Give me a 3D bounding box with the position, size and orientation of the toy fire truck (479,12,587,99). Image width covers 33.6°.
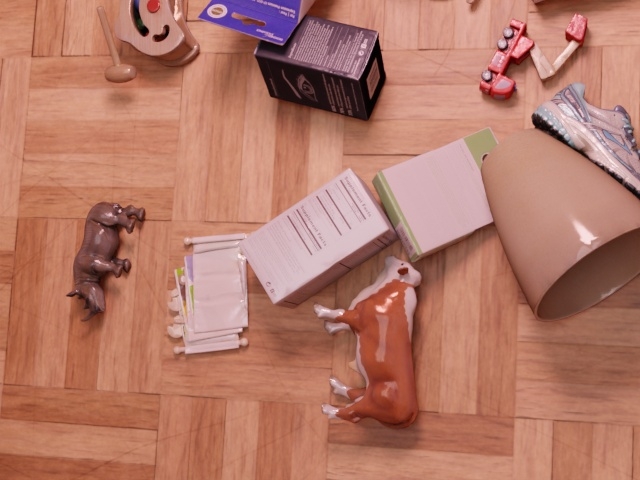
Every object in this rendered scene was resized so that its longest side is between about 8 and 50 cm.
[{"bbox_3d":[0.382,-0.330,1.900,0.135,0.047,0.192,26,90,14],"label":"toy fire truck"}]

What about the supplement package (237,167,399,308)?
[{"bbox_3d":[0.000,0.000,1.905,0.244,0.139,0.134,-34,77,6],"label":"supplement package"}]

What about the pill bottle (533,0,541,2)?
[{"bbox_3d":[0.464,-0.499,1.864,0.208,0.119,0.119,-16,79,11],"label":"pill bottle"}]

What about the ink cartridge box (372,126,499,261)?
[{"bbox_3d":[0.234,-0.085,1.904,0.235,0.056,0.171,-23,78,-15],"label":"ink cartridge box"}]

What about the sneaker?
[{"bbox_3d":[0.505,-0.166,1.820,0.283,0.110,0.122,43,87,13],"label":"sneaker"}]

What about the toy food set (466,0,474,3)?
[{"bbox_3d":[0.227,-0.520,1.970,0.192,0.038,0.132,28,94,14],"label":"toy food set"}]

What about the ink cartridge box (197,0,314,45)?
[{"bbox_3d":[-0.065,-0.516,1.937,0.175,0.069,0.371,20,59,15],"label":"ink cartridge box"}]

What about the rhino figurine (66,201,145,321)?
[{"bbox_3d":[-0.423,0.039,2.040,0.106,0.073,0.243,16,88,11],"label":"rhino figurine"}]

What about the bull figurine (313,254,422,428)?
[{"bbox_3d":[0.093,0.180,1.881,0.188,0.101,0.310,-6,79,17],"label":"bull figurine"}]

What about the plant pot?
[{"bbox_3d":[0.395,-0.049,1.777,0.256,0.256,0.274,-35,64,7],"label":"plant pot"}]

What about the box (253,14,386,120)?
[{"bbox_3d":[0.002,-0.319,1.928,0.207,0.153,0.108,17,71,15],"label":"box"}]

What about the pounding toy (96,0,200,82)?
[{"bbox_3d":[-0.324,-0.430,2.031,0.154,0.155,0.270,9,85,19],"label":"pounding toy"}]

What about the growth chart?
[{"bbox_3d":[-0.207,0.099,2.005,0.172,0.021,0.237,1,83,14],"label":"growth chart"}]
